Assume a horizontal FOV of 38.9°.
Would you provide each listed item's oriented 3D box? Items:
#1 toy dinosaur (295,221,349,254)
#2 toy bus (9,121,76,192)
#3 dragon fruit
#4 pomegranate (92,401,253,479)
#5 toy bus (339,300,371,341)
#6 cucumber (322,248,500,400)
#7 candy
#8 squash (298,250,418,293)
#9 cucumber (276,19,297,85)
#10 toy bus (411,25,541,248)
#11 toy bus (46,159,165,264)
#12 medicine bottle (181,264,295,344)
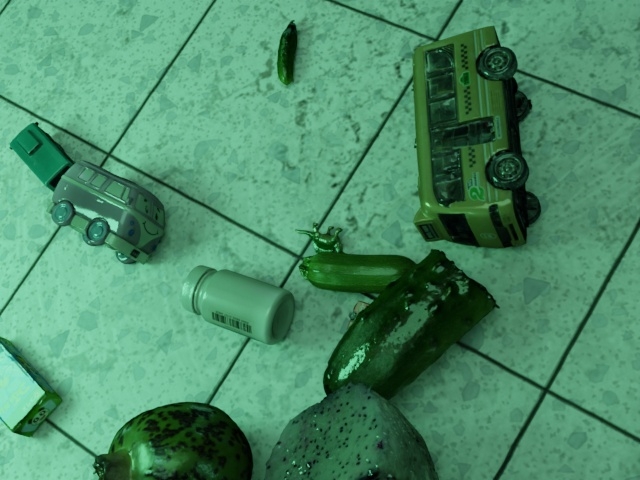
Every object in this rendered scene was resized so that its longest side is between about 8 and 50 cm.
[{"bbox_3d":[0.001,0.000,1.658,0.120,0.029,0.060,11,90,24],"label":"toy dinosaur"},{"bbox_3d":[-0.565,-0.168,1.869,0.079,0.092,0.160,-44,63,-4],"label":"toy bus"},{"bbox_3d":[0.062,0.370,1.403,0.283,0.204,0.221,-34,31,27],"label":"dragon fruit"},{"bbox_3d":[-0.242,0.376,1.461,0.254,0.270,0.254,-20,66,51],"label":"pomegranate"},{"bbox_3d":[0.063,0.160,1.569,0.043,0.031,0.110,16,74,16],"label":"toy bus"},{"bbox_3d":[0.129,0.162,1.493,0.325,0.105,0.145,-42,95,2],"label":"cucumber"},{"bbox_3d":[-0.589,0.273,1.719,0.194,0.062,0.097,39,83,27],"label":"candy"},{"bbox_3d":[0.066,0.057,1.587,0.219,0.068,0.077,4,51,21],"label":"squash"},{"bbox_3d":[-0.069,-0.381,1.825,0.037,0.037,0.155,-1,68,18],"label":"cucumber"},{"bbox_3d":[0.261,-0.168,1.559,0.202,0.177,0.365,-9,63,18],"label":"toy bus"},{"bbox_3d":[-0.404,-0.052,1.743,0.202,0.142,0.142,25,79,26],"label":"toy bus"},{"bbox_3d":[-0.147,0.112,1.616,0.187,0.103,0.102,17,75,23],"label":"medicine bottle"}]
